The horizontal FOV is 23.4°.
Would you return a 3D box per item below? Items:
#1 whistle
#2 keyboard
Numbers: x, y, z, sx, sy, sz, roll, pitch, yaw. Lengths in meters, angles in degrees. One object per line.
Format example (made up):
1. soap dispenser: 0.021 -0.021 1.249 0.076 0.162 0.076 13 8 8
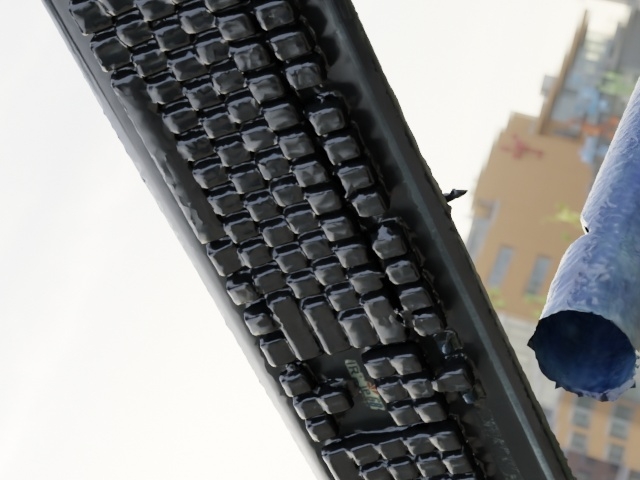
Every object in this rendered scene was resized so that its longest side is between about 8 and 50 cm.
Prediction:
1. whistle: 0.190 -0.027 0.906 0.304 0.062 0.062 -58 -24 -47
2. keyboard: 0.000 0.000 0.464 0.230 0.093 0.025 62 -152 -26
